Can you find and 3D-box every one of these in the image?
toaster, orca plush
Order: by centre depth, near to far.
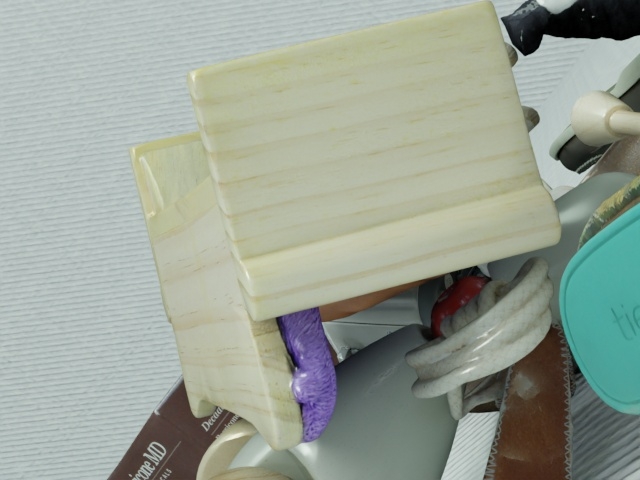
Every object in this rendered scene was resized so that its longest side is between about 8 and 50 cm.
[{"bbox_3d":[0.277,-0.176,1.179,0.287,0.102,0.151,-21,-11,-6],"label":"orca plush"},{"bbox_3d":[0.095,0.025,1.368,0.146,0.129,0.227,-5,38,40],"label":"toaster"}]

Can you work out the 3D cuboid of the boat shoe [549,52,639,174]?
[{"bbox_3d":[0.256,-0.100,1.336,0.081,0.068,0.228,-40,-6,-26],"label":"boat shoe"}]

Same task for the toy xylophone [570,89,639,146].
[{"bbox_3d":[0.228,-0.136,0.754,0.236,0.081,0.323,-39,13,-13],"label":"toy xylophone"}]

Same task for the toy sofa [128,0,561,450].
[{"bbox_3d":[0.000,0.000,0.901,0.150,0.177,0.362,-14,-1,-11],"label":"toy sofa"}]

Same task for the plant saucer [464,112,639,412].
[{"bbox_3d":[0.193,0.003,1.137,0.310,0.050,0.310,-53,0,-1],"label":"plant saucer"}]

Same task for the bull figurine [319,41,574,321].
[{"bbox_3d":[0.076,-0.029,1.193,0.310,0.101,0.188,-21,32,50],"label":"bull figurine"}]

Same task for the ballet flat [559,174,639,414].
[{"bbox_3d":[0.186,-0.021,0.502,0.123,0.123,0.348,-53,2,-22],"label":"ballet flat"}]

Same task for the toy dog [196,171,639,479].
[{"bbox_3d":[0.069,0.122,0.901,0.334,0.161,0.220,-36,6,33],"label":"toy dog"}]

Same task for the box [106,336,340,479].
[{"bbox_3d":[-0.041,0.181,1.426,0.167,0.203,0.168,-53,-1,-36],"label":"box"}]
